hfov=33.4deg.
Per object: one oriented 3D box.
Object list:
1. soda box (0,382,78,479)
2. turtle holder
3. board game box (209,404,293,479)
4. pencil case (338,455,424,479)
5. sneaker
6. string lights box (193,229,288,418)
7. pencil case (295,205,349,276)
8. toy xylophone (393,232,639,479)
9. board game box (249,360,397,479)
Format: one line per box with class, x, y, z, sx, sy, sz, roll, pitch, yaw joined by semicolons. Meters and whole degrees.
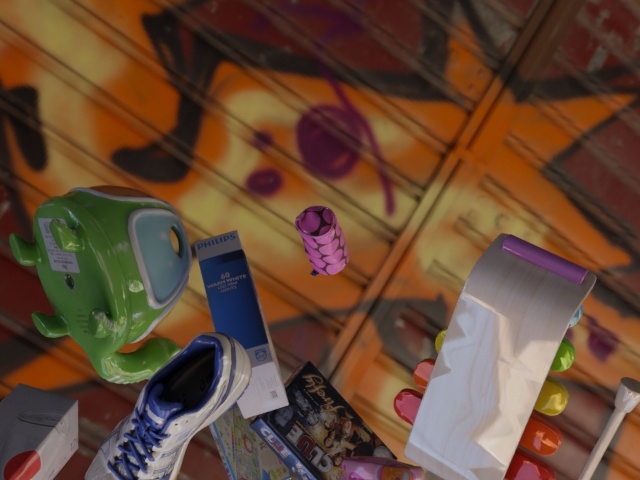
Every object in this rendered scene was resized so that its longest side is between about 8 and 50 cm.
soda box;-0.423;0.309;1.380;0.098;0.091;0.286;15;-148;13
turtle holder;-0.310;0.062;1.675;0.320;0.227;0.243;58;140;9
board game box;-0.124;0.363;1.873;0.154;0.103;0.026;68;157;11
pencil case;0.067;0.431;1.413;0.124;0.284;0.124;6;169;1
sneaker;-0.209;0.229;1.322;0.112;0.296;0.131;33;168;17
string lights box;-0.123;0.126;1.654;0.133;0.076;0.260;76;176;-51
pencil case;0.000;0.000;2.306;0.098;0.095;0.209;29;161;21
toy xylophone;0.211;0.169;1.159;0.236;0.323;0.081;34;-150;17
board game box;0.009;0.354;1.869;0.243;0.165;0.042;48;137;-6
